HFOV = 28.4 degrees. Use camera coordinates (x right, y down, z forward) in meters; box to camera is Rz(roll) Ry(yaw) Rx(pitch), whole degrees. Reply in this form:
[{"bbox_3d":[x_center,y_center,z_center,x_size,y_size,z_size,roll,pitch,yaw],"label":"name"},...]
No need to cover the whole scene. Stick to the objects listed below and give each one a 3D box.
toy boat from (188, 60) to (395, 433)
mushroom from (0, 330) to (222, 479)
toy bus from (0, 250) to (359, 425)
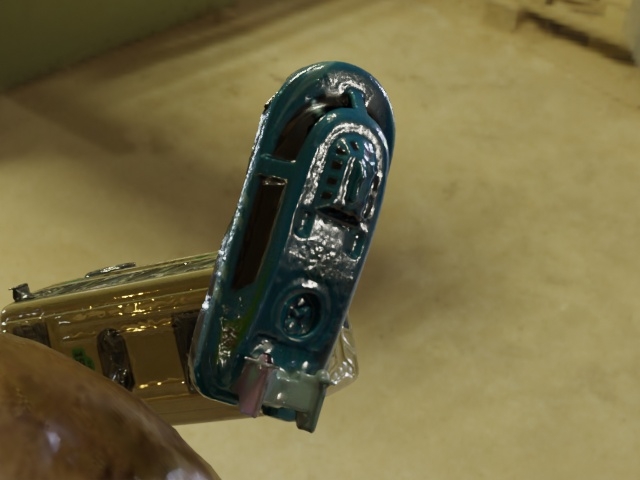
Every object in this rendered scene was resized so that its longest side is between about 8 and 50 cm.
[{"bbox_3d":[0.000,0.000,1.019,0.134,0.298,0.092,21,-7,-35],"label":"toy boat"},{"bbox_3d":[-0.218,0.181,0.971,0.314,0.397,0.224,-31,9,-40],"label":"mushroom"},{"bbox_3d":[-0.160,0.102,1.291,0.365,0.176,0.202,-11,4,31],"label":"toy bus"}]
